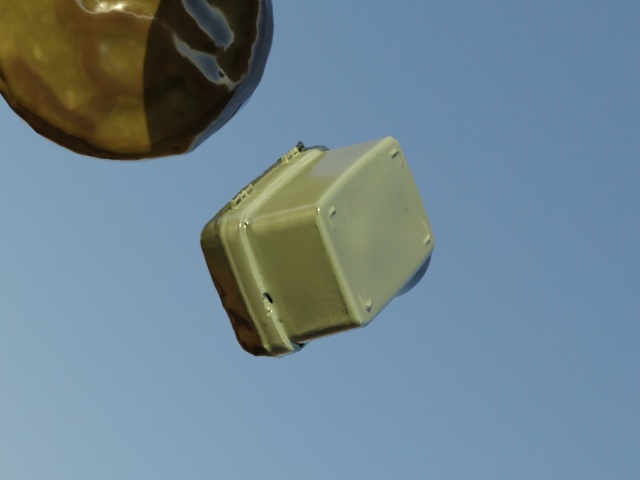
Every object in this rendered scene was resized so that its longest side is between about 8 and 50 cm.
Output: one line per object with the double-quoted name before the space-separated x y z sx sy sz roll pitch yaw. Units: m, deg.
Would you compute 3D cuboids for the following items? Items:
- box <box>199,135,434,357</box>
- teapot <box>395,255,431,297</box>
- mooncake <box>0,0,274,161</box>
"box" 0.000 0.000 1.626 0.129 0.210 0.148 -14 -74 30
"teapot" 0.052 0.011 2.173 0.130 0.166 0.119 57 15 -5
"mooncake" -0.188 -0.212 1.815 0.284 0.284 0.155 62 -3 -6
